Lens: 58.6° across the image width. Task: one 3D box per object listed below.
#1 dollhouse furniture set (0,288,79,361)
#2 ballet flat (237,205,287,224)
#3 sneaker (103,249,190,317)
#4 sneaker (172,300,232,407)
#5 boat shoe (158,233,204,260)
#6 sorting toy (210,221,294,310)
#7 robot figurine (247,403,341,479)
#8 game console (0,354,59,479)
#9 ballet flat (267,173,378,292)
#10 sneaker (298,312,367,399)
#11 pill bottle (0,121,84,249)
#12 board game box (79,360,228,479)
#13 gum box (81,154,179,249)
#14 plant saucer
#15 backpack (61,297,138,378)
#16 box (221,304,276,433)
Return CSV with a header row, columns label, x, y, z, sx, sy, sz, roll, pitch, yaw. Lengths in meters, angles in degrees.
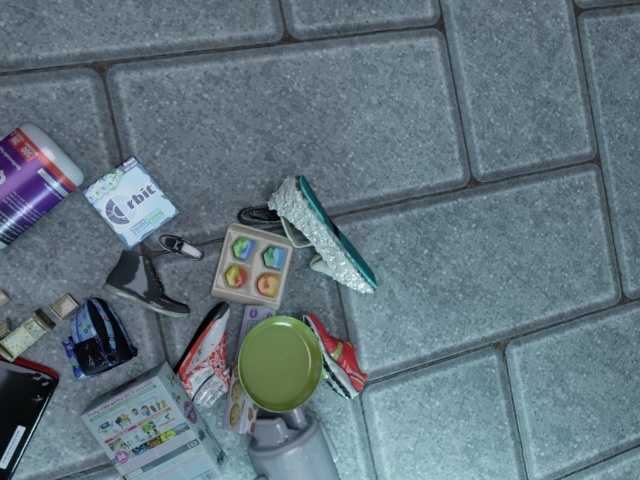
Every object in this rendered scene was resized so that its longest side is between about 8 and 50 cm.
label,x,y,z,sx,sy,sz,roll,pitch,yaw
dollhouse furniture set,-0.700,0.159,1.340,0.182,0.101,0.161,-42,102,-13
ballet flat,-0.139,-0.070,1.548,0.173,0.049,0.057,-10,94,-18
sneaker,-0.419,0.111,1.441,0.222,0.083,0.118,25,82,-15
sneaker,-0.272,0.301,1.487,0.145,0.090,0.270,33,84,-16
boat shoe,-0.361,0.018,1.482,0.125,0.038,0.046,29,81,-16
sorting toy,-0.179,0.073,1.541,0.193,0.038,0.208,16,86,-17
robot figurine,-0.063,0.603,1.494,0.300,0.200,0.353,-28,100,-46
game console,-0.855,0.430,1.323,0.342,0.060,0.386,27,83,-21
ballet flat,0.000,0.000,1.556,0.147,0.147,0.408,-41,110,-14
sneaker,0.034,0.308,1.594,0.118,0.107,0.279,-40,104,-34
pill bottle,-0.717,-0.105,1.293,0.323,0.181,0.181,-45,103,-13
board game box,-0.402,0.484,1.402,0.224,0.097,0.303,-28,100,7
gum box,-0.478,-0.096,1.443,0.157,0.041,0.184,-40,102,-14
plant saucer,-0.105,0.313,1.457,0.241,0.037,0.240,7,76,-30
backpack,-0.541,0.229,1.369,0.117,0.158,0.173,-26,84,2
box,-0.184,0.331,1.477,0.063,0.067,0.323,34,61,-54
